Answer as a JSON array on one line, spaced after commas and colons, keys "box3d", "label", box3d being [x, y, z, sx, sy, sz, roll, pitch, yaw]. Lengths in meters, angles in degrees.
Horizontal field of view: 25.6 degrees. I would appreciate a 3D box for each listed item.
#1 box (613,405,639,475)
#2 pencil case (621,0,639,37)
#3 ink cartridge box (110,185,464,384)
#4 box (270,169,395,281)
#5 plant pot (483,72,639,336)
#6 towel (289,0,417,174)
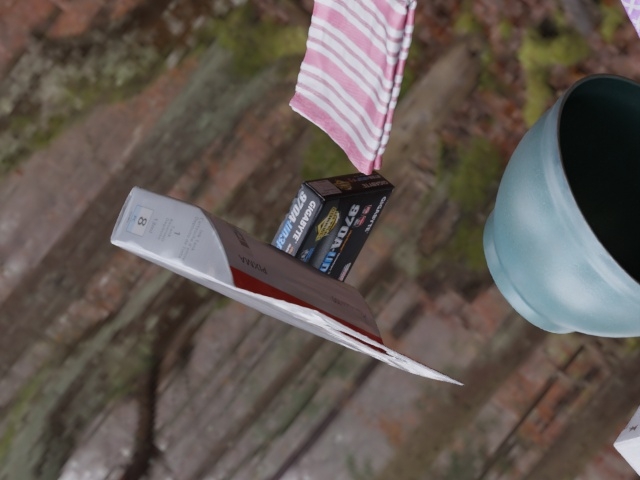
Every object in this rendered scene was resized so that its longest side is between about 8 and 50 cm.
[{"box3d": [0.319, 0.156, 1.011, 0.170, 0.130, 0.091, 48, 145, -9], "label": "box"}, {"box3d": [0.474, -0.327, 2.011, 0.206, 0.088, 0.086, 64, -171, 2], "label": "pencil case"}, {"box3d": [-0.031, 0.055, 1.757, 0.385, 0.091, 0.308, 16, 171, 44], "label": "ink cartridge box"}, {"box3d": [0.000, 0.000, 2.140, 0.051, 0.220, 0.175, 43, -148, 26], "label": "box"}, {"box3d": [0.307, -0.011, 1.573, 0.293, 0.196, 0.293, 21, -128, -29], "label": "plant pot"}, {"box3d": [0.030, -0.181, 1.371, 0.029, 0.197, 0.144, -12, -140, -32], "label": "towel"}]
